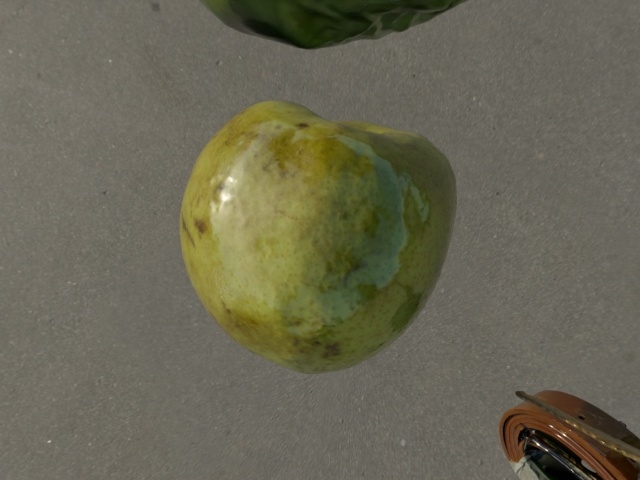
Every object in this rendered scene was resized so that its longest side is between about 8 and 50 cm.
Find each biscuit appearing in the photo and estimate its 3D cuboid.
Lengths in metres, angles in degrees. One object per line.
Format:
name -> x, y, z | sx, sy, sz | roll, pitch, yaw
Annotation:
biscuit -> 0.363, 0.243, 0.536 | 0.237, 0.232, 0.013 | 27, 86, -11

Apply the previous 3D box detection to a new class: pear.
pear -> 0.000, 0.000, 0.556 | 0.304, 0.304, 0.303 | -1, 77, 4

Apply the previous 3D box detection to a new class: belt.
belt -> 0.400, 0.352, 0.739 | 0.105, 0.261, 0.184 | -13, 118, -30

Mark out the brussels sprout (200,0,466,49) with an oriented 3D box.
brussels sprout -> 0.017, -0.238, 0.320 | 0.271, 0.219, 0.210 | 10, 74, 3
